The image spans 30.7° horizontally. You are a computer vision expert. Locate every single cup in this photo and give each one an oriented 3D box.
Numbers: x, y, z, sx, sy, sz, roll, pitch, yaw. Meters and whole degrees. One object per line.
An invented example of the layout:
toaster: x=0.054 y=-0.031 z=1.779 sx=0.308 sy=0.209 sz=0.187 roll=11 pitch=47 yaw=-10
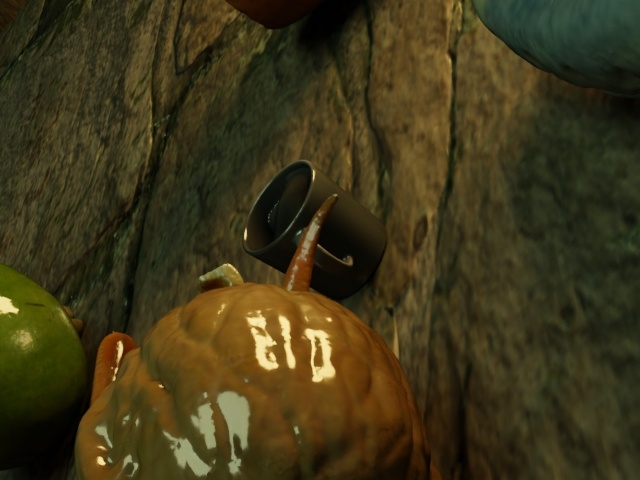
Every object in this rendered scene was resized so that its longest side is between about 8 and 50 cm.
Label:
cup: x=0.000 y=0.000 z=0.824 sx=0.078 sy=0.077 sz=0.100 roll=-50 pitch=26 yaw=13

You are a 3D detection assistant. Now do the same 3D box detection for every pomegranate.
pomegranate: x=-0.305 y=0.136 z=1.122 sx=0.190 sy=0.159 sz=0.241 roll=-53 pitch=-3 yaw=-11

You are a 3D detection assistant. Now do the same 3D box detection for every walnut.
walnut: x=-0.030 y=0.126 z=0.616 sx=0.213 sy=0.213 sz=0.213 roll=-40 pitch=30 yaw=30

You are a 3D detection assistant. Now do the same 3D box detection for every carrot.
carrot: x=-0.184 y=0.158 z=1.014 sx=0.037 sy=0.037 sz=0.190 roll=-39 pitch=35 yaw=32

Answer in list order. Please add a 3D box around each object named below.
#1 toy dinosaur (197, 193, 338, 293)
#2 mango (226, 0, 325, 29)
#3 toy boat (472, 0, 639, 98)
toy dinosaur: x=-0.035 y=0.086 z=0.750 sx=0.212 sy=0.057 sz=0.142 roll=-50 pitch=58 yaw=26
mango: x=0.009 y=-0.359 z=1.123 sx=0.199 sy=0.201 sz=0.350 roll=41 pitch=88 yaw=27
toy boat: x=0.154 y=-0.184 z=0.622 sx=0.330 sy=0.123 sz=0.215 roll=-140 pitch=53 yaw=-64
